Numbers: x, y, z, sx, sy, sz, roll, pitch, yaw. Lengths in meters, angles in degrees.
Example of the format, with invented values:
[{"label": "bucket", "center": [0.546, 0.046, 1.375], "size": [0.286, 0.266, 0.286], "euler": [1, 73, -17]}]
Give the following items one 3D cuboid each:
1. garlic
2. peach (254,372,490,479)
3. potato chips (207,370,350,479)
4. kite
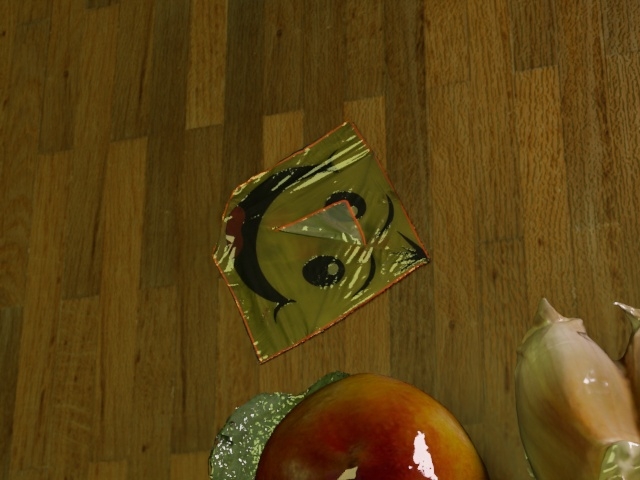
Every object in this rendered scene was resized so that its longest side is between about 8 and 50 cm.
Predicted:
[{"label": "garlic", "center": [0.362, 0.209, 1.716], "size": [0.286, 0.249, 0.313], "euler": [-43, 24, 12]}, {"label": "peach", "center": [0.059, 0.309, 1.723], "size": [0.308, 0.332, 0.308], "euler": [-6, 59, 10]}, {"label": "potato chips", "center": [-0.040, 0.265, 1.936], "size": [0.228, 0.059, 0.167], "euler": [-25, 67, 4]}, {"label": "kite", "center": [0.001, 0.001, 2.063], "size": [0.327, 0.013, 0.377], "euler": [9, 70, 24]}]
